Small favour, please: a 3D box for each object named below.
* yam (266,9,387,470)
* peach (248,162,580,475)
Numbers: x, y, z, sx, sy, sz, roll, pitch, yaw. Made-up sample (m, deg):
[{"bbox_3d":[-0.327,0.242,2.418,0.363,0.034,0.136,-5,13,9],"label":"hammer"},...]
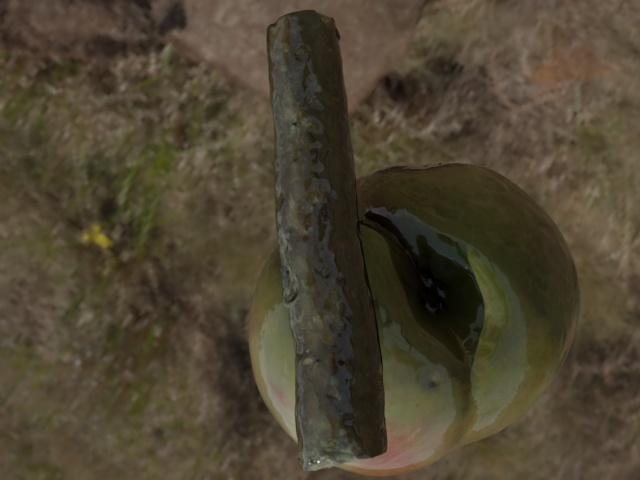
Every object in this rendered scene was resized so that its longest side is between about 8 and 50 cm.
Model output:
[{"bbox_3d":[0.000,0.000,0.864,0.061,0.274,0.061,-7,175,-1],"label":"yam"},{"bbox_3d":[0.074,0.069,1.213,0.247,0.292,0.292,42,151,7],"label":"peach"}]
